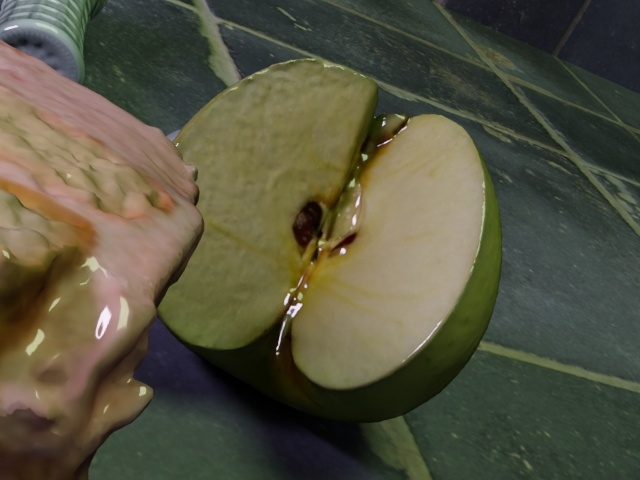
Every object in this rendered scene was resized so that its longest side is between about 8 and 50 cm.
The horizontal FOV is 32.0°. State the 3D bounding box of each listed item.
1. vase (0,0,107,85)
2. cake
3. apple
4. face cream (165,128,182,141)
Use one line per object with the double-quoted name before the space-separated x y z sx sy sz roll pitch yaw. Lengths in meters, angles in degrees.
"vase" -0.317 -0.254 1.275 0.143 0.143 0.299 21 27 -19
"cake" -0.236 0.052 0.557 0.293 0.314 0.307 29 14 -9
"apple" 0.006 0.010 0.947 0.295 0.258 0.233 20 -20 9
"face cream" -0.129 -0.050 1.102 0.117 0.117 0.104 34 32 10
